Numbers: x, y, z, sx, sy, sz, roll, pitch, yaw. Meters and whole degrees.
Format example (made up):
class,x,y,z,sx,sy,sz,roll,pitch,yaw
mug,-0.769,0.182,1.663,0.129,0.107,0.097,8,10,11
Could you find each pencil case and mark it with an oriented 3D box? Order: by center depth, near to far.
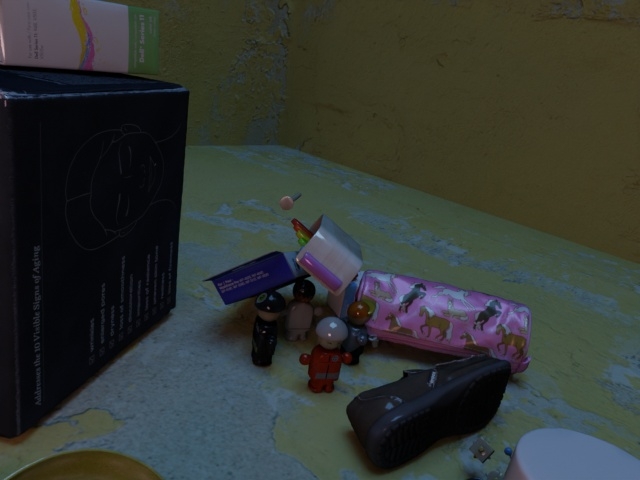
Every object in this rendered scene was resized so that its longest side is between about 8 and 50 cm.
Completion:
class,x,y,z,sx,sy,sz,roll,pitch,yaw
pencil case,0.262,0.176,1.211,0.385,0.167,0.160,11,-3,4

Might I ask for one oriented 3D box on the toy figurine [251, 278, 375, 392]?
class,x,y,z,sx,sy,sz,roll,pitch,yaw
toy figurine,-0.015,0.170,1.088,0.213,0.148,0.209,19,20,25

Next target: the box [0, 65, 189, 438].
class,x,y,z,sx,sy,sz,roll,pitch,yaw
box,-0.463,-0.035,0.926,0.297,0.480,0.472,11,18,8

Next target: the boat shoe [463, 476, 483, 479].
class,x,y,z,sx,sy,sz,roll,pitch,yaw
boat shoe,0.200,0.369,0.792,0.133,0.042,0.049,-5,21,-42

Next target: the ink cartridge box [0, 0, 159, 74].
class,x,y,z,sx,sy,sz,roll,pitch,yaw
ink cartridge box,-0.475,-0.354,0.926,0.207,0.119,0.353,19,21,33

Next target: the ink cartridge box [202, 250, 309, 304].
class,x,y,z,sx,sy,sz,roll,pitch,yaw
ink cartridge box,-0.110,0.076,1.198,0.165,0.065,0.332,-22,-6,13

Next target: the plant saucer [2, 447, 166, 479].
class,x,y,z,sx,sy,sz,roll,pitch,yaw
plant saucer,-0.223,0.315,0.497,0.037,0.241,0.241,-28,-9,39

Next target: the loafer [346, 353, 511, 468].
class,x,y,z,sx,sy,sz,roll,pitch,yaw
loafer,0.194,0.260,0.958,0.365,0.134,0.130,-5,24,-39

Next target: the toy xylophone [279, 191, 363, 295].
class,x,y,z,sx,sy,sz,roll,pitch,yaw
toy xylophone,0.000,0.000,1.215,0.236,0.081,0.322,43,9,3

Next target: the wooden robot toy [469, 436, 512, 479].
class,x,y,z,sx,sy,sz,roll,pitch,yaw
wooden robot toy,0.304,0.370,0.840,0.173,0.076,0.079,26,-13,26

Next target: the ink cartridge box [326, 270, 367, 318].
class,x,y,z,sx,sy,sz,roll,pitch,yaw
ink cartridge box,0.102,0.132,1.358,0.143,0.090,0.092,4,20,-22

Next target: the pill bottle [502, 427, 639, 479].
class,x,y,z,sx,sy,sz,roll,pitch,yaw
pill bottle,0.209,0.332,0.517,0.161,0.283,0.161,10,18,-3
